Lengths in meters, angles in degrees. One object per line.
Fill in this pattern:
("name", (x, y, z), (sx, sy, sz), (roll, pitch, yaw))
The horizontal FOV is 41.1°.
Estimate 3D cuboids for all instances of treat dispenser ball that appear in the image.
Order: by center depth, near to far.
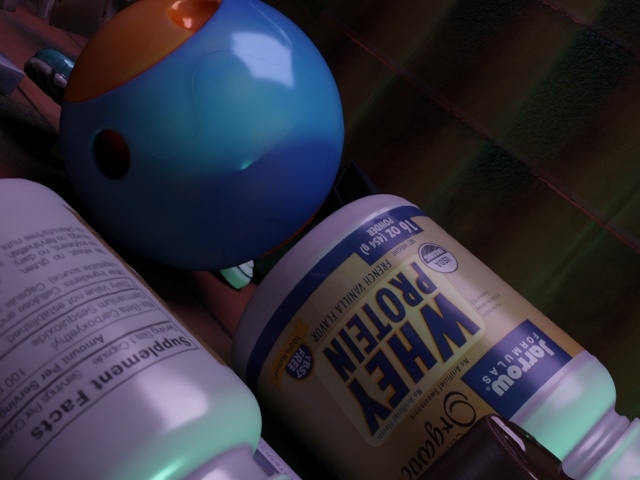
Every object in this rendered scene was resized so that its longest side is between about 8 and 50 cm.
("treat dispenser ball", (-0.120, -0.112, 0.881), (0.288, 0.288, 0.288), (39, 7, -6))

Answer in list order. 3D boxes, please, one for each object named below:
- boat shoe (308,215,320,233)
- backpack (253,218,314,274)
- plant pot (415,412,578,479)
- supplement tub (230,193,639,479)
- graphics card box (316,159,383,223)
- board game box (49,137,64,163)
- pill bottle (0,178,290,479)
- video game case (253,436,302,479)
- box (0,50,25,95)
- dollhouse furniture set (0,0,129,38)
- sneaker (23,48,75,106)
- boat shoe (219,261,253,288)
("boat shoe", (0.001, 0.001, 1.325), (0.079, 0.081, 0.227), (49, -13, 25))
("backpack", (-0.102, -0.041, 1.202), (0.182, 0.152, 0.115), (30, -5, 37))
("plant pot", (0.098, 0.209, 0.526), (0.167, 0.165, 0.167), (39, 8, -7))
("supplement tub", (0.102, 0.135, 0.733), (0.316, 0.228, 0.228), (42, 8, 22))
("graphics card box", (0.145, 0.074, 1.223), (0.371, 0.094, 0.233), (47, 11, -30))
("board game box", (-0.249, -0.093, 1.073), (0.141, 0.048, 0.170), (39, 7, -10))
("pill bottle", (-0.102, 0.089, 0.383), (0.229, 0.131, 0.131), (42, 8, 18))
("video game case", (-0.076, 0.151, 0.567), (0.173, 0.022, 0.190), (42, 8, 20))
("box", (-0.467, -0.260, 1.033), (0.186, 0.038, 0.145), (41, 8, 19))
("dollhouse furniture set", (-0.356, -0.373, 1.070), (0.303, 0.174, 0.355), (18, 11, -6))
("sneaker", (-0.259, -0.196, 1.038), (0.107, 0.110, 0.275), (37, 9, 10))
("boat shoe", (-0.125, -0.048, 1.095), (0.226, 0.075, 0.083), (63, 10, 26))
